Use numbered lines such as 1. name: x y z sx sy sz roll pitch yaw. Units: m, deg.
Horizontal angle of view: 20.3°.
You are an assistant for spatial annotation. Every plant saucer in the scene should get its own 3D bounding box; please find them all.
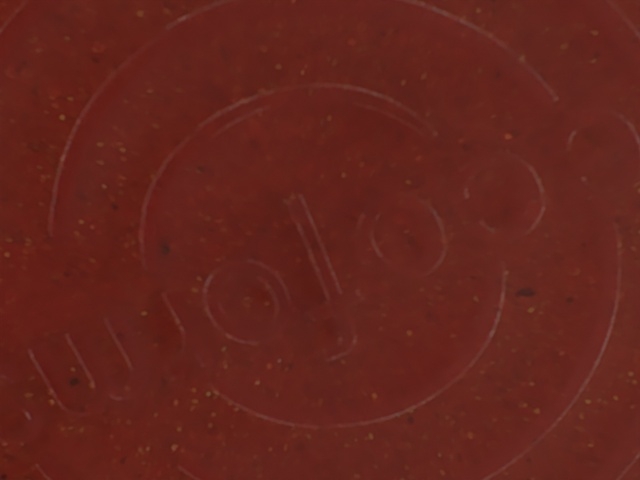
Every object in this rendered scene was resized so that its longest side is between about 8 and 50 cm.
1. plant saucer: 0.000 0.000 0.333 0.048 0.258 0.259 -85 -30 -66
